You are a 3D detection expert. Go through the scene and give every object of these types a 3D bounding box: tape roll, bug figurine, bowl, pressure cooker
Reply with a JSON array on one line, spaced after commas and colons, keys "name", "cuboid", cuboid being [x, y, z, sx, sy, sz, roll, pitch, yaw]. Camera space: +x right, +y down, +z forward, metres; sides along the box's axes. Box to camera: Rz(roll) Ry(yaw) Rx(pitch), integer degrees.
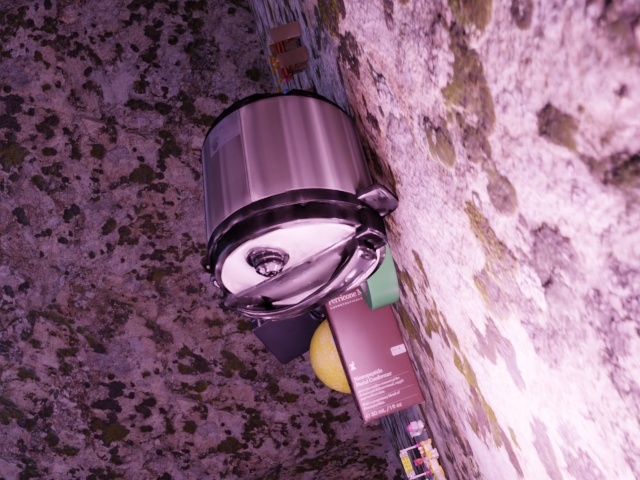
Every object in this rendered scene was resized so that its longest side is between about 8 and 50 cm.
[{"name": "tape roll", "cuboid": [0.120, 0.024, 1.323, 0.321, 0.077, 0.321, 161, 90, -87]}, {"name": "bug figurine", "cuboid": [-0.169, -0.742, 2.174, 0.216, 0.072, 0.279, 95, 163, -67]}, {"name": "bowl", "cuboid": [0.105, 0.340, 1.627, 0.156, 0.289, 0.289, 87, 166, -53]}, {"name": "pressure cooker", "cuboid": [-0.062, -0.047, 1.021, 0.370, 0.375, 0.420, 108, 154, -54]}]

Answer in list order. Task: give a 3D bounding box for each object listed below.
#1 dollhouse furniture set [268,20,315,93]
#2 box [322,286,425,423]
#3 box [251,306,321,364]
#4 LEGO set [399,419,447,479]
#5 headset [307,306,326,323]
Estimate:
[{"name": "dollhouse furniture set", "cuboid": [-0.113, -0.552, 1.589, 0.262, 0.135, 0.259, -120, 12, -77]}, {"name": "box", "cuboid": [0.150, 0.323, 1.467, 0.143, 0.191, 0.381, 96, 155, -75]}, {"name": "box", "cuboid": [-0.091, 0.273, 2.457, 0.297, 0.479, 0.472, 55, -174, -33]}, {"name": "LEGO set", "cuboid": [0.315, 0.695, 1.462, 0.287, 0.107, 0.132, -111, 4, -49]}, {"name": "headset", "cuboid": [0.072, 0.214, 1.848, 0.394, 0.243, 0.185, 48, -155, -7]}]
